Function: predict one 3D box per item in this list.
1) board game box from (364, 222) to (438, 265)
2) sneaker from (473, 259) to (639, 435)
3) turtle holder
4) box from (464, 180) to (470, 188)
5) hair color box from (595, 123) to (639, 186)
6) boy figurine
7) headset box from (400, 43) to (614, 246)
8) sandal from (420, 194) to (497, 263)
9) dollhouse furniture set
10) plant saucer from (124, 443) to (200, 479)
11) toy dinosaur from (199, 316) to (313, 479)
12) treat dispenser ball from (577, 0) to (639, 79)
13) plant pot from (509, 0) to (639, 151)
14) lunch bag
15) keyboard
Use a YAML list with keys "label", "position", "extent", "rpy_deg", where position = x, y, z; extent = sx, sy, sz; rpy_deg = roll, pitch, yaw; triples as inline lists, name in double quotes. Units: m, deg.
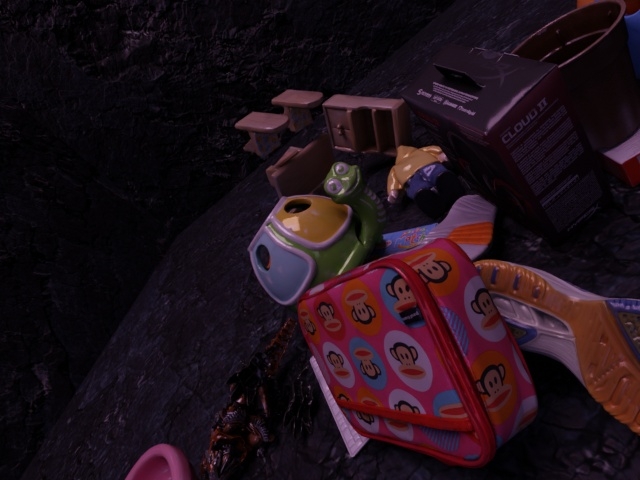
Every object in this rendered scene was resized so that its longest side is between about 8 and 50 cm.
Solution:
- label: "board game box"
  position: [0.145, 0.066, 0.803]
  extent: [0.160, 0.039, 0.212]
  rpy_deg: [-13, 40, 52]
- label: "sneaker"
  position: [0.295, 0.099, 0.416]
  extent: [0.296, 0.131, 0.112]
  rpy_deg: [35, 110, 44]
- label: "turtle holder"
  position: [-0.011, 0.016, 0.804]
  extent: [0.243, 0.227, 0.320]
  rpy_deg: [-58, 6, -23]
- label: "box"
  position: [0.352, -0.242, 0.896]
  extent: [0.113, 0.094, 0.275]
  rpy_deg: [-29, 28, 31]
- label: "hair color box"
  position: [0.468, -0.159, 0.622]
  extent: [0.093, 0.053, 0.167]
  rpy_deg: [-36, 26, 21]
- label: "boy figurine"
  position: [0.230, -0.155, 0.961]
  extent: [0.177, 0.092, 0.285]
  rpy_deg: [-40, 23, 13]
- label: "headset box"
  position: [0.264, -0.152, 0.593]
  extent: [0.110, 0.293, 0.218]
  rpy_deg: [-45, 36, 10]
- label: "sandal"
  position: [0.256, -0.001, 0.698]
  extent: [0.102, 0.076, 0.265]
  rpy_deg: [8, 32, 34]
- label: "dollhouse furniture set"
  position: [0.041, -0.230, 1.097]
  extent: [0.256, 0.362, 0.394]
  rpy_deg: [19, 52, 36]
- label: "plant saucer"
  position: [-0.275, 0.512, 0.637]
  extent: [0.332, 0.084, 0.332]
  rpy_deg: [-38, 35, 34]
- label: "toy dinosaur"
  position: [-0.129, 0.291, 0.768]
  extent: [0.218, 0.164, 0.322]
  rpy_deg: [-41, 39, 54]
- label: "treat dispenser ball"
  position: [0.537, -0.381, 0.575]
  extent: [0.288, 0.288, 0.288]
  rpy_deg: [-36, 25, 20]
- label: "plant pot"
  position: [0.383, -0.227, 0.598]
  extent: [0.167, 0.165, 0.167]
  rpy_deg: [-36, 25, 20]
- label: "lunch bag"
  position: [0.101, 0.150, 0.500]
  extent: [0.120, 0.258, 0.293]
  rpy_deg: [-22, -5, -29]
- label: "keyboard"
  position: [0.036, 0.256, 0.704]
  extent: [0.072, 0.014, 0.256]
  rpy_deg: [-45, 23, 1]
